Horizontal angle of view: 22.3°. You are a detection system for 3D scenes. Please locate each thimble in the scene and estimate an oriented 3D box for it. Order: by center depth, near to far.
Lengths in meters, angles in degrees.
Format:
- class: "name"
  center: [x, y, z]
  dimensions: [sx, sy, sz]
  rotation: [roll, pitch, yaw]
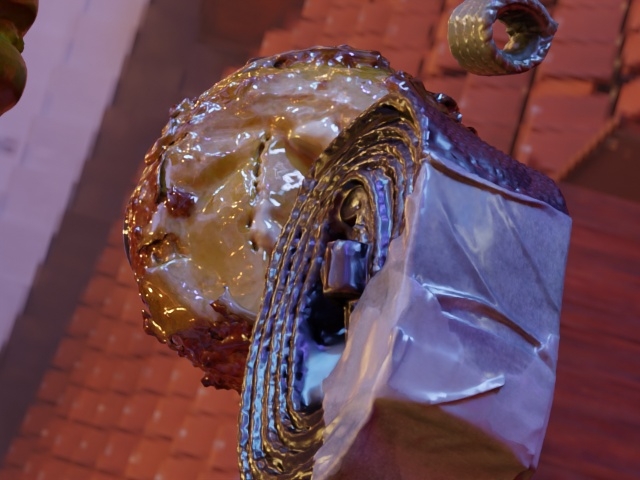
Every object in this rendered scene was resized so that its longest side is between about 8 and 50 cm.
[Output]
- class: "thimble"
  center: [0.186, -0.210, 1.650]
  dimensions: [0.110, 0.062, 0.084]
  rotation: [-14, -80, -39]

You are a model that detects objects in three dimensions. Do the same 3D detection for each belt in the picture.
- class: "belt"
  center: [0.060, 0.060, 0.993]
  dimensions: [0.184, 0.164, 0.289]
  rotation: [-29, 40, 47]

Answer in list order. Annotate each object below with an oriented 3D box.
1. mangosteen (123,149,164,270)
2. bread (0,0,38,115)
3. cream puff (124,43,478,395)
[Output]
- class: "mangosteen"
  center: [-0.106, -0.040, 1.732]
  dimensions: [0.211, 0.211, 0.249]
  rotation: [-61, -23, -68]
- class: "bread"
  center: [-0.320, -0.154, 0.989]
  dimensions: [0.160, 0.333, 0.333]
  rotation: [-45, 22, 58]
- class: "cream puff"
  center: [0.005, 0.001, 1.392]
  dimensions: [0.228, 0.351, 0.350]
  rotation: [80, -154, -61]
